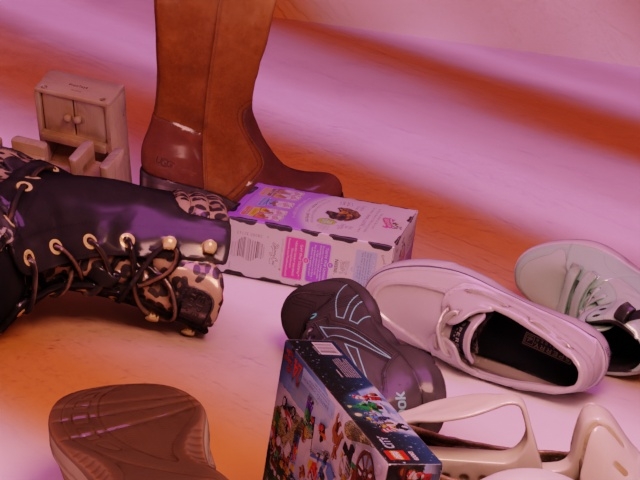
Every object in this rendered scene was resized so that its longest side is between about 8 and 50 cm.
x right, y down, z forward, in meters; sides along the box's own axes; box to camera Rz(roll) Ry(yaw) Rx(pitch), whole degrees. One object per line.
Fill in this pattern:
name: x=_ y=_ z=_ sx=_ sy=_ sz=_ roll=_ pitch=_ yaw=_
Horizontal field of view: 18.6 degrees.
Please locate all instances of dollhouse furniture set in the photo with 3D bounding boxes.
dollhouse furniture set: x=-0.314 y=-0.058 z=2.225 sx=0.212 sy=0.161 sz=0.242 roll=14 pitch=40 yaw=18

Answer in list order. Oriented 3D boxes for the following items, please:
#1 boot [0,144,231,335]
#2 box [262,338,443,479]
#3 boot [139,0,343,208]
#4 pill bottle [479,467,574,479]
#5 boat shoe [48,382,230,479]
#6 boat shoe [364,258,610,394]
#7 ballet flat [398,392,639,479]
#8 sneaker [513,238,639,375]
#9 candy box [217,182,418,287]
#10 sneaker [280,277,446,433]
boot: x=-0.234 y=0.028 z=1.903 sx=0.284 sy=0.138 sz=0.377 roll=12 pitch=24 yaw=-11
box: x=0.016 y=0.190 z=1.461 sx=0.044 sy=0.159 sz=0.233 roll=4 pitch=17 yaw=-21
boot: x=-0.084 y=-0.168 z=2.359 sx=0.264 sy=0.280 sz=0.096 roll=5 pitch=18 yaw=-10
pill bottle: x=0.145 y=0.264 z=1.282 sx=0.162 sy=0.162 sz=0.278 roll=8 pitch=18 yaw=-1
boat shoe: x=-0.129 y=0.201 z=1.450 sx=0.122 sy=0.110 sz=0.341 roll=-7 pitch=19 yaw=-14
boat shoe: x=0.156 y=0.093 z=1.964 sx=0.267 sy=0.096 sz=0.088 roll=24 pitch=17 yaw=20
ballet flat: x=0.171 y=0.188 z=1.599 sx=0.342 sy=0.124 sz=0.116 roll=8 pitch=17 yaw=-1
sneaker: x=0.280 y=0.069 z=2.086 sx=0.256 sy=0.094 sz=0.151 roll=21 pitch=24 yaw=40
candy box: x=0.000 y=0.000 z=2.215 sx=0.196 sy=0.070 sz=0.165 roll=11 pitch=17 yaw=10
sneaker: x=0.016 y=0.105 z=1.836 sx=0.106 sy=0.101 sz=0.267 roll=-4 pitch=20 yaw=-27
